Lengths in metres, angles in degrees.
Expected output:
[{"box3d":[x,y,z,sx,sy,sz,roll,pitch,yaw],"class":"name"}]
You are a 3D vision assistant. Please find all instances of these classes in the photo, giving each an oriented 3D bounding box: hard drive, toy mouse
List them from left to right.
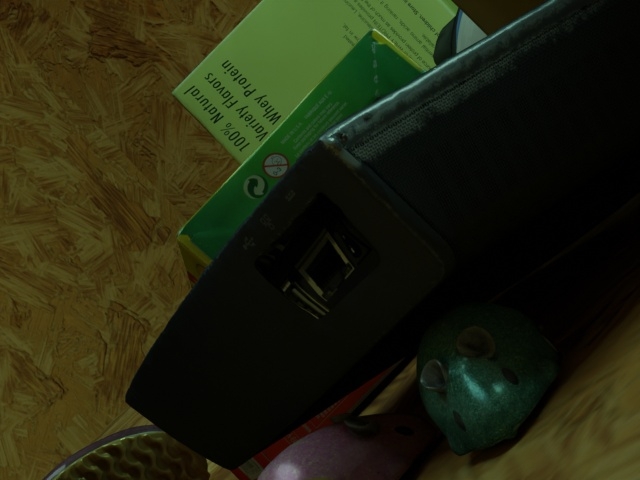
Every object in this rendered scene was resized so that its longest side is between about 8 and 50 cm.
[{"box3d":[0.019,0.055,0.517,0.143,0.031,0.161,-45,2,-37],"class":"toy mouse"},{"box3d":[0.034,-0.003,0.588,0.172,0.054,0.255,-32,-8,-25],"class":"hard drive"}]

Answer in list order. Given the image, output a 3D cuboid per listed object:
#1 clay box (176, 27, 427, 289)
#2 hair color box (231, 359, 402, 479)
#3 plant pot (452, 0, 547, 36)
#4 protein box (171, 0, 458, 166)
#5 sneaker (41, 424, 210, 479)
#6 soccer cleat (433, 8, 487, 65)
[{"box3d":[0.000,0.000,0.877,0.127,0.053,0.222,-47,-13,-11],"class":"clay box"},{"box3d":[0.012,0.040,0.783,0.141,0.043,0.072,-44,0,-19],"class":"hair color box"},{"box3d":[0.081,-0.187,0.622,0.254,0.239,0.254,-25,35,18],"class":"plant pot"},{"box3d":[0.034,-0.122,1.451,0.201,0.200,0.136,-44,2,17],"class":"protein box"},{"box3d":[-0.130,0.155,0.862,0.185,0.069,0.084,-43,7,-11],"class":"sneaker"},{"box3d":[0.177,-0.156,0.851,0.143,0.116,0.331,-29,18,47],"class":"soccer cleat"}]
